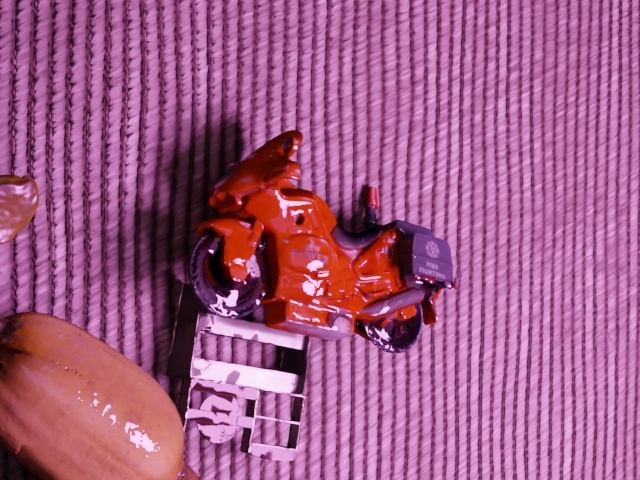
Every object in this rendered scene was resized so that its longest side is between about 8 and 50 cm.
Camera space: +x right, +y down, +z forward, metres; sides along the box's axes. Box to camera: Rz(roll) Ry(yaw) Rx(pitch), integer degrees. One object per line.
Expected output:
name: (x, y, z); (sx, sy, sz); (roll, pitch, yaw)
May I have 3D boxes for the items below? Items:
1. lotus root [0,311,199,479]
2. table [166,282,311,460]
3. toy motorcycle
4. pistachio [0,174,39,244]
lotus root: (-0.239, 0.176, 1.238); (0.146, 0.131, 0.303); (-42, 113, 10)
table: (-0.090, 0.146, 1.373); (0.146, 0.062, 0.175); (14, 82, -32)
toy motorcycle: (0.000, 0.000, 1.372); (0.326, 0.148, 0.221); (15, 68, -33)
pistachio: (-0.359, -0.024, 1.210); (0.173, 0.049, 0.089); (-31, 129, -30)
